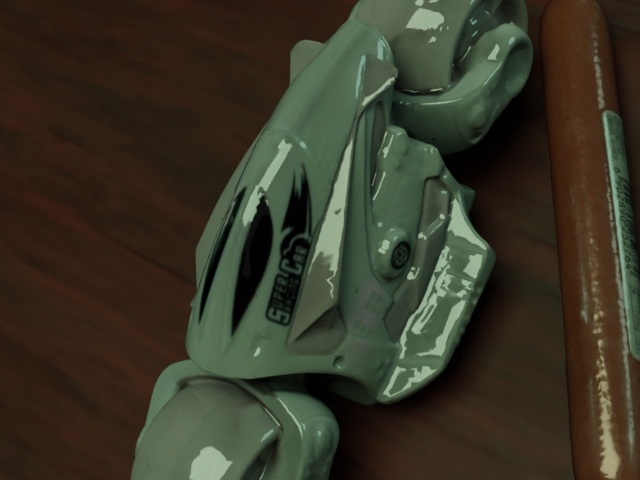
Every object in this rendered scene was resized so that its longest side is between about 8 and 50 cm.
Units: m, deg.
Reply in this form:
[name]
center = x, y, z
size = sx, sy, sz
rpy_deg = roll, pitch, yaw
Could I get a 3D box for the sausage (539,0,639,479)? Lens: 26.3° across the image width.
[sausage]
center = 0.100, -0.002, 0.500
size = 0.029, 0.029, 0.223
rpy_deg = -11, 62, 22

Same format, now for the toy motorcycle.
[toy motorcycle]
center = 0.000, 0.000, 0.502
size = 0.112, 0.112, 0.254
rpy_deg = 20, 78, 32
